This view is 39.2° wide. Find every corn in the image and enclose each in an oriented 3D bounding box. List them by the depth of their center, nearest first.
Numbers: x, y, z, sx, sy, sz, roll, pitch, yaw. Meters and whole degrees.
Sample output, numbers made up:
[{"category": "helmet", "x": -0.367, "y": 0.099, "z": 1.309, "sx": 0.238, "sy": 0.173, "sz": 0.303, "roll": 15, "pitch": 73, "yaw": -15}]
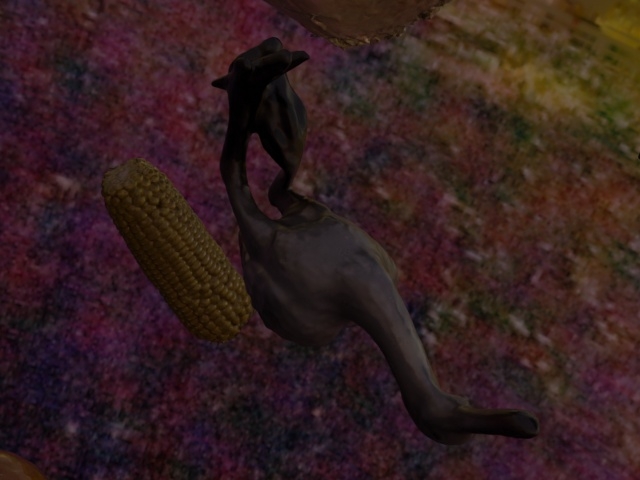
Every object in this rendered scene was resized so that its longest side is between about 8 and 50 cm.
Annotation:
[{"category": "corn", "x": -0.159, "y": 0.018, "z": 1.019, "sx": 0.091, "sy": 0.260, "sz": 0.091, "roll": -14, "pitch": 39, "yaw": 20}]

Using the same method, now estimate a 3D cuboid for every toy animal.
[{"category": "toy animal", "x": 0.004, "y": 0.022, "z": 0.582, "sx": 0.090, "sy": 0.195, "sz": 0.324, "roll": -22, "pitch": 65, "yaw": -19}]

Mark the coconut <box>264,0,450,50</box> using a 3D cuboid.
[{"category": "coconut", "x": 0.011, "y": -0.431, "z": 0.908, "sx": 0.404, "sy": 0.405, "sz": 0.405, "roll": 20, "pitch": 22, "yaw": -9}]

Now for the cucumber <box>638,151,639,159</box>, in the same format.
[{"category": "cucumber", "x": 0.261, "y": -0.038, "z": 0.435, "sx": 0.115, "sy": 0.086, "sz": 0.193, "roll": 13, "pitch": -1, "yaw": -38}]

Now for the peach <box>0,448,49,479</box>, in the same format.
[{"category": "peach", "x": -0.528, "y": 0.465, "z": 1.304, "sx": 0.342, "sy": 0.302, "sz": 0.343, "roll": -10, "pitch": 47, "yaw": 12}]
